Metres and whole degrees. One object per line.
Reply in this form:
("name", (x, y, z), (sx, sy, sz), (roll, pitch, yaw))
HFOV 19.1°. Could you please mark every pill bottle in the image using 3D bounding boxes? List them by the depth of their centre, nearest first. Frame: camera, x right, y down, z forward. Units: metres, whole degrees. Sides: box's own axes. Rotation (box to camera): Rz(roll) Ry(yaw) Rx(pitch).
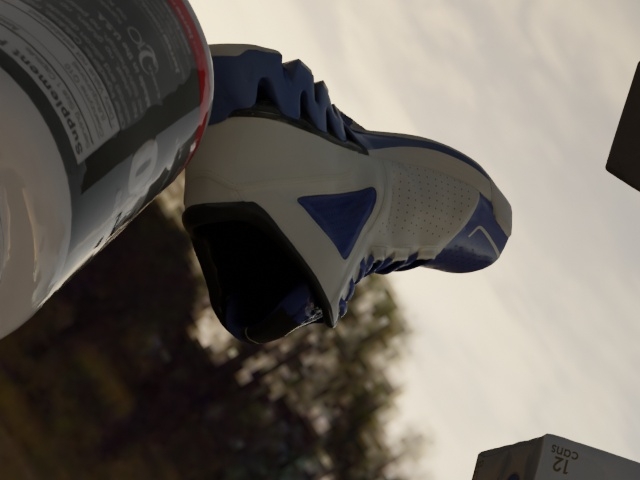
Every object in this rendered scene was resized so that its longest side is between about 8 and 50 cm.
("pill bottle", (-0.170, -0.043, 0.909), (0.161, 0.161, 0.283), (60, 26, -12))

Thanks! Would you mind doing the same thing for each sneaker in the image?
("sneaker", (-0.001, 0.000, 1.376), (0.315, 0.127, 0.182), (25, 63, -43))

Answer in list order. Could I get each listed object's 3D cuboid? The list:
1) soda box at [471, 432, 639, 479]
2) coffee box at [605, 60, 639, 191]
("soda box", (0.158, 0.140, 0.708), (0.216, 0.074, 0.069), (19, -16, -11))
("coffee box", (0.353, -0.083, 1.420), (0.141, 0.246, 0.098), (38, -51, 37))
